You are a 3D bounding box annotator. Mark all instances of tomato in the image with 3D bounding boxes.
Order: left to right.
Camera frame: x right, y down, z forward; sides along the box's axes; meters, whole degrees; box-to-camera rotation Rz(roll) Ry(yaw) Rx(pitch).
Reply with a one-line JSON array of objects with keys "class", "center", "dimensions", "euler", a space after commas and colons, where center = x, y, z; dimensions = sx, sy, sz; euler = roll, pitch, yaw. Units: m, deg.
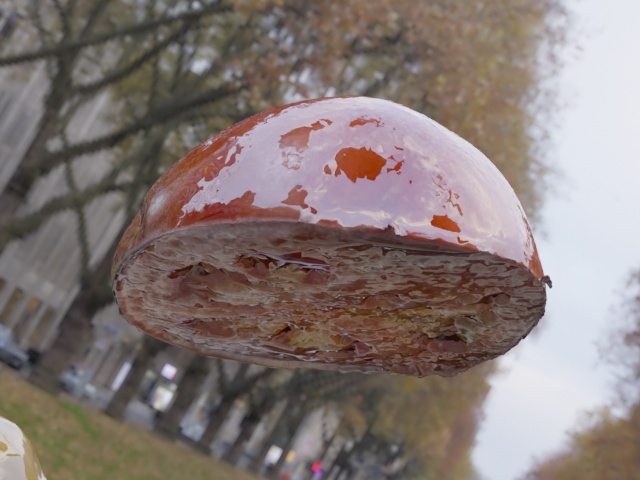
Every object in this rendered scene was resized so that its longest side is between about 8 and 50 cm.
[{"class": "tomato", "center": [0.006, -0.010, 1.077], "dimensions": [0.338, 0.143, 0.338], "euler": [2, -23, 1]}]

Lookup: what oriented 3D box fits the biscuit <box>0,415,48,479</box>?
[{"class": "biscuit", "center": [-0.183, 0.069, 0.399], "dimensions": [0.047, 0.208, 0.164], "euler": [31, -40, 58]}]
